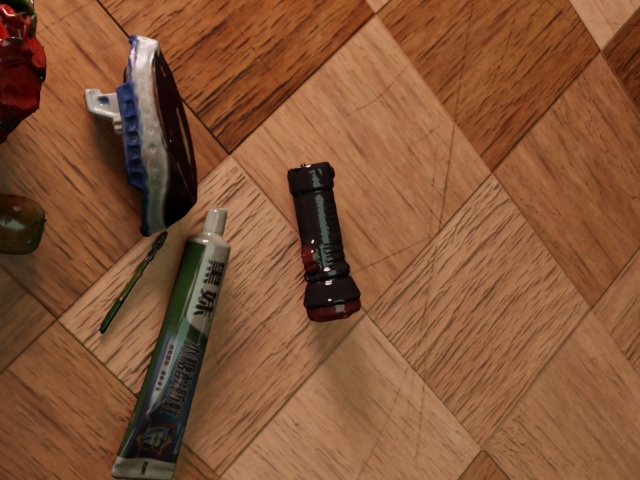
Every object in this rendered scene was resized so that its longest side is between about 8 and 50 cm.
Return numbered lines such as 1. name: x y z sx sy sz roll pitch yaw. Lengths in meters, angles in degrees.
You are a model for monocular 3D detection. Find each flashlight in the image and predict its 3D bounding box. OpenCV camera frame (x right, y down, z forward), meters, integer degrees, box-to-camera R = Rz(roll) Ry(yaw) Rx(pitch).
1. flashlight: 0.000 0.000 1.208 0.092 0.093 0.232 -13 95 -25

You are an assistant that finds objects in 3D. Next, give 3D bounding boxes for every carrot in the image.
1. carrot: -0.486 -0.041 0.986 0.298 0.078 0.078 13 86 -22

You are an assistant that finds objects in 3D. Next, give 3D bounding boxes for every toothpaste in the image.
1. toothpaste: -0.193 0.142 1.133 0.098 0.061 0.392 18 86 -38

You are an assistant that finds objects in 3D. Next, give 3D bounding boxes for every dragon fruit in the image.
1. dragon fruit: -0.446 -0.196 0.938 0.293 0.234 0.234 -28 107 15

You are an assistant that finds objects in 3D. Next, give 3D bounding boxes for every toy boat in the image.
1. toy boat: -0.240 -0.135 1.085 0.115 0.114 0.262 -11 99 13

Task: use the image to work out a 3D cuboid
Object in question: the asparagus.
1. asparagus: -0.257 0.056 1.126 0.013 0.016 0.166 33 79 -8
